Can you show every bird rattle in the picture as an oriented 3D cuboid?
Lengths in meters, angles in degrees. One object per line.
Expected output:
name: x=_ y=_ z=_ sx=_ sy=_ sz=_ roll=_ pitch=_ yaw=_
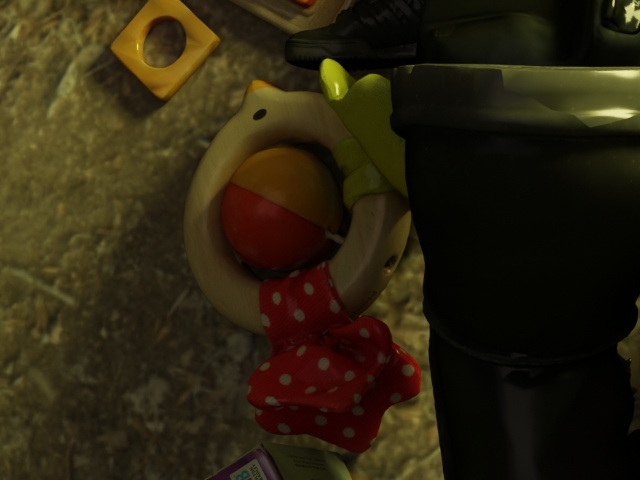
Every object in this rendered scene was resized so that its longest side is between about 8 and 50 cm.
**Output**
bird rattle: x=0.000 y=0.000 z=1.039 sx=0.207 sy=0.143 sz=0.253 roll=27 pitch=103 yaw=34

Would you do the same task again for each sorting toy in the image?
sorting toy: x=-0.029 y=-0.251 z=1.111 sx=0.196 sy=0.047 sz=0.348 roll=31 pitch=92 yaw=22

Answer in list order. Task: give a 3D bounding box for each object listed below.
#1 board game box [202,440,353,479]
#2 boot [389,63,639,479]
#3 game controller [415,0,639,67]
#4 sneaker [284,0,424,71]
board game box: x=-0.092 y=0.258 z=0.986 sx=0.275 sy=0.144 sz=0.142 roll=-33 pitch=71 yaw=12
boot: x=0.107 y=0.149 z=0.781 sx=0.146 sy=0.367 sz=0.445 roll=3 pitch=89 yaw=10
game controller: x=0.151 y=-0.205 z=0.967 sx=0.166 sy=0.067 sz=0.319 roll=-11 pitch=46 yaw=28
sneaker: x=0.060 y=-0.161 z=1.055 sx=0.170 sy=0.051 sz=0.089 roll=-2 pitch=87 yaw=7
